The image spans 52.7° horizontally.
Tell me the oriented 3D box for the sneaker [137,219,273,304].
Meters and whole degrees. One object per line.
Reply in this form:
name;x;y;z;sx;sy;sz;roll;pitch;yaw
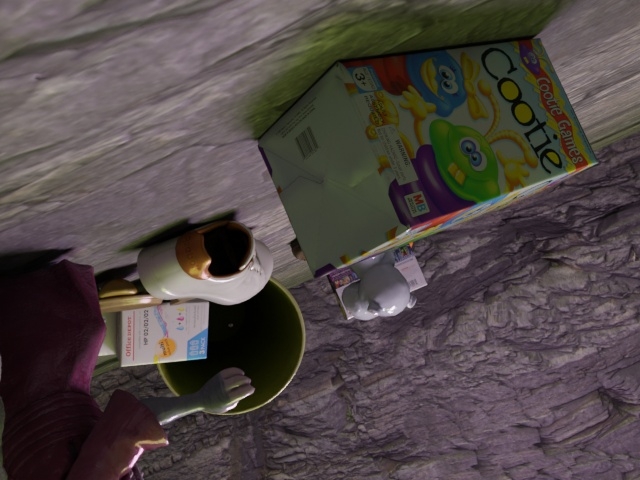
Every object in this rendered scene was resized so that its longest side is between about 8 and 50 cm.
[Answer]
sneaker;-0.118;0.030;0.915;0.123;0.106;0.290;-23;173;22

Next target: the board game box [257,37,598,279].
board game box;0.108;-0.083;0.613;0.275;0.142;0.144;-19;173;-36

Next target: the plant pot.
plant pot;-0.196;0.169;1.309;0.274;0.275;0.293;-22;-170;-11

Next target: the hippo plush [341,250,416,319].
hippo plush;0.139;0.054;1.486;0.234;0.237;0.294;-18;172;-40

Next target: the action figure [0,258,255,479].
action figure;-0.249;0.174;0.592;0.275;0.370;0.248;5;124;-49

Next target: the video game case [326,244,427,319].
video game case;0.127;0.062;1.644;0.232;0.210;0.042;-23;175;-13

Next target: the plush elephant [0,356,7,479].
plush elephant;-0.313;0.108;0.384;0.329;0.272;0.255;9;-151;-8

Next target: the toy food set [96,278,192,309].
toy food set;-0.286;0.079;0.937;0.192;0.039;0.132;-4;171;-26

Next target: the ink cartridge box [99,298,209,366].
ink cartridge box;-0.283;0.148;1.078;0.181;0.104;0.061;-2;-167;-25

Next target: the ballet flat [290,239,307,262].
ballet flat;0.000;0.000;1.339;0.084;0.058;0.250;-21;174;-26

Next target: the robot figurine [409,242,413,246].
robot figurine;0.179;0.020;1.879;0.219;0.128;0.158;-35;-149;63
